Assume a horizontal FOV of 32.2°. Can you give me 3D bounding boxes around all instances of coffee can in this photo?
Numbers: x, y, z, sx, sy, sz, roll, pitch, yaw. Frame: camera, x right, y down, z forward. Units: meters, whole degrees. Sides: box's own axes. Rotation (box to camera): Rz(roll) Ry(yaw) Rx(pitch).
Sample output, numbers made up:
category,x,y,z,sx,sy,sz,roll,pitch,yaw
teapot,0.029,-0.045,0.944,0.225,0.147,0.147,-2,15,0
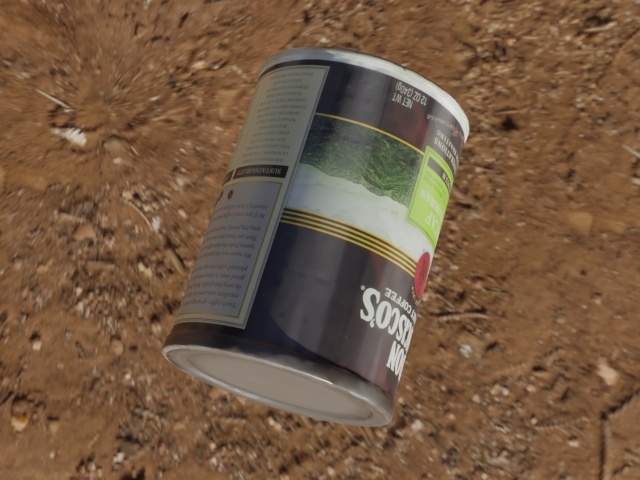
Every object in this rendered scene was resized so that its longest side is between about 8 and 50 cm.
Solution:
category,x,y,z,sx,sy,sz,roll,pitch,yaw
coffee can,0.000,0.000,0.969,0.201,0.201,0.275,21,72,-13
